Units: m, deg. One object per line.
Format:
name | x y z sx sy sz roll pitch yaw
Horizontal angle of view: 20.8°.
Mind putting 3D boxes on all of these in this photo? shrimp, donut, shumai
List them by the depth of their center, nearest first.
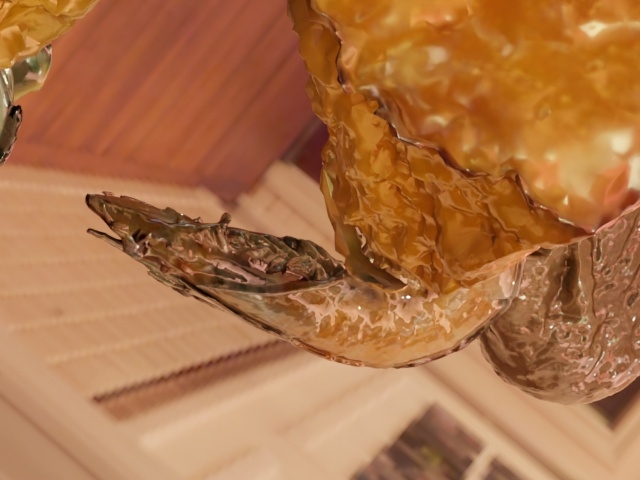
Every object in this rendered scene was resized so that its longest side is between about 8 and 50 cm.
donut | -0.010 -0.188 0.769 0.377 0.435 0.163 -62 176 -15
shrimp | 0.000 -0.001 0.918 0.251 0.052 0.143 13 124 -31
shumai | 0.172 -0.041 1.392 0.283 0.217 0.346 -1 -112 58

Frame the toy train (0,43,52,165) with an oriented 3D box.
toy train | -0.307 -0.027 0.939 0.160 0.253 0.397 -97 -151 -69
